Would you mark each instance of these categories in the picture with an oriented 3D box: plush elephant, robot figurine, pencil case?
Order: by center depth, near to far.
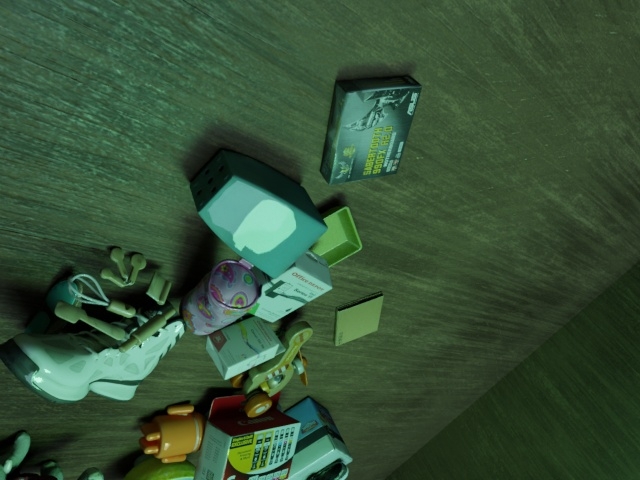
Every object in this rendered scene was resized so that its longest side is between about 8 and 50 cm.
[{"bbox_3d":[-0.231,0.131,1.158,0.124,0.124,0.284,-5,162,-30],"label":"pencil case"},{"bbox_3d":[-0.799,0.629,1.319,0.330,0.272,0.255,-39,114,-46],"label":"plush elephant"},{"bbox_3d":[-0.442,0.597,1.591,0.220,0.157,0.128,6,149,-37],"label":"robot figurine"}]

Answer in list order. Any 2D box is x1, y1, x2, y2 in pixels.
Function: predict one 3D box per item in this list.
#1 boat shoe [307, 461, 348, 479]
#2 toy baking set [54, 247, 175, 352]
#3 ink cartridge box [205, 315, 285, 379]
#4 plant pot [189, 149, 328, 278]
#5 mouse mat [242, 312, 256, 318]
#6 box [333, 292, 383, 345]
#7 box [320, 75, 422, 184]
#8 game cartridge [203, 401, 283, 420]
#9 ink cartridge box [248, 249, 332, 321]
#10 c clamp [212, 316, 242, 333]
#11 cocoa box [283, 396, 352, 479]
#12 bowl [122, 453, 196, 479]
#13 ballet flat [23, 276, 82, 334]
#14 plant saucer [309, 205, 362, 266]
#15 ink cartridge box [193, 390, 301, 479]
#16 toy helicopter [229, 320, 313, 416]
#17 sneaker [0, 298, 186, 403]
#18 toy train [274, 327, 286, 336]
[{"bbox_3d":[-0.003,0.877,1.856,0.229,0.080,0.076,-28,135,-7],"label":"boat shoe"},{"bbox_3d":[-0.409,0.126,1.048,0.030,0.256,0.196,-26,104,32],"label":"toy baking set"},{"bbox_3d":[-0.197,0.280,1.402,0.198,0.115,0.067,-19,145,-35],"label":"ink cartridge box"},{"bbox_3d":[-0.141,-0.066,1.065,0.165,0.165,0.234,-44,134,14],"label":"plant pot"},{"bbox_3d":[-0.202,0.155,1.378,0.190,0.007,0.152,14,123,-41],"label":"mouse mat"},{"bbox_3d":[0.124,0.262,1.698,0.165,0.021,0.201,-17,139,-18],"label":"box"},{"bbox_3d":[0.106,-0.239,1.125,0.183,0.056,0.230,-12,137,-24],"label":"box"},{"bbox_3d":[-0.282,0.620,1.783,0.297,0.062,0.198,20,114,-45],"label":"game cartridge"},{"bbox_3d":[-0.097,0.105,1.275,0.209,0.086,0.153,-33,138,25],"label":"ink cartridge box"},{"bbox_3d":[-0.294,0.229,1.382,0.137,0.022,0.161,-48,140,16],"label":"c clamp"},{"bbox_3d":[-0.101,0.807,1.961,0.347,0.227,0.231,-33,142,1],"label":"cocoa box"},{"bbox_3d":[-0.547,0.796,1.707,0.290,0.156,0.289,-19,139,-17],"label":"bowl"},{"bbox_3d":[-0.557,0.149,1.099,0.206,0.073,0.067,-43,167,17],"label":"ballet flat"},{"bbox_3d":[0.000,0.000,1.317,0.188,0.045,0.188,-29,142,-4],"label":"plant saucer"},{"bbox_3d":[-0.221,0.642,1.647,0.310,0.130,0.271,10,93,-50],"label":"ink cartridge box"},{"bbox_3d":[-0.107,0.373,1.571,0.235,0.140,0.354,-2,133,-41],"label":"toy helicopter"},{"bbox_3d":[-0.456,0.202,1.110,0.257,0.169,0.447,-48,163,-8],"label":"sneaker"},{"bbox_3d":[-0.139,0.291,1.557,0.083,0.017,0.023,-28,151,-5],"label":"toy train"}]
